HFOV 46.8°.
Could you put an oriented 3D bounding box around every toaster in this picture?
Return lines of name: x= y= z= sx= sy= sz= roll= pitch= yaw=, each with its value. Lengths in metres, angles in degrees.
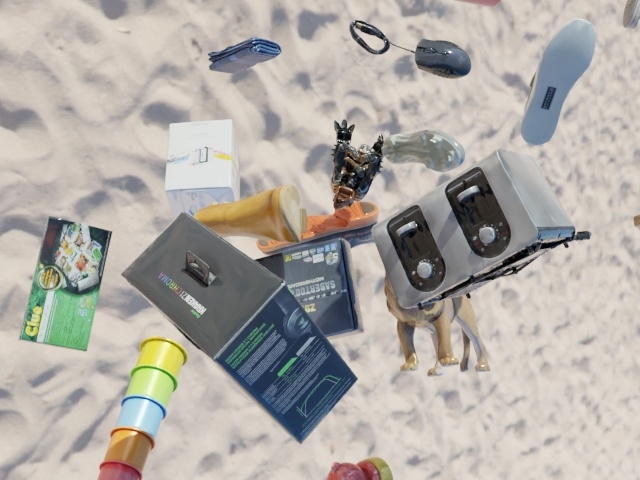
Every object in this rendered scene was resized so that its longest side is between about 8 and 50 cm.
toaster: x=0.172 y=-0.009 z=0.800 sx=0.185 sy=0.168 sz=0.110 roll=-3 pitch=66 yaw=-57

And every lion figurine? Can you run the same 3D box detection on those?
lion figurine: x=0.220 y=0.129 z=1.407 sx=0.392 sy=0.142 sz=0.240 roll=37 pitch=45 yaw=-66

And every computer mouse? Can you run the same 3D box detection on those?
computer mouse: x=0.168 y=-0.360 z=1.371 sx=0.041 sy=0.241 sz=0.071 roll=128 pitch=-22 yaw=-77

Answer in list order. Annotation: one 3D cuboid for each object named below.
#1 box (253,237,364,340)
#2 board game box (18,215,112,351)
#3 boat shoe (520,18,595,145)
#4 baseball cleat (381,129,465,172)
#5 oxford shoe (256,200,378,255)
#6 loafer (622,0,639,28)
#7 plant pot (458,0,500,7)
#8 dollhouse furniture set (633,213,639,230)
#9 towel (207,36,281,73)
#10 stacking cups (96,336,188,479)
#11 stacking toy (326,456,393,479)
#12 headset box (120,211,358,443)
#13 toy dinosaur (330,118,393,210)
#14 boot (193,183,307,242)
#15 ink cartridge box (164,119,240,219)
box: x=-0.043 y=0.111 z=1.434 sx=0.059 sy=0.232 sz=0.184 roll=32 pitch=47 yaw=-65
board game box: x=-0.524 y=0.090 z=1.530 sx=0.136 sy=0.030 sz=0.260 roll=17 pitch=71 yaw=-27
boat shoe: x=0.393 y=-0.272 z=1.255 sx=0.070 sy=0.077 sz=0.219 roll=-69 pitch=178 yaw=-62
baseball cleat: x=0.193 y=-0.164 z=1.258 sx=0.109 sy=0.205 sz=0.072 roll=-20 pitch=111 yaw=-27
oxford shoe: x=0.000 y=0.000 z=2.100 sx=0.363 sy=0.130 sz=0.133 roll=-13 pitch=123 yaw=-12
loafer: x=0.545 y=-0.412 z=1.253 sx=0.039 sy=0.045 sz=0.125 roll=18 pitch=76 yaw=-7
plant pot: x=0.299 y=-0.568 z=1.499 sx=0.180 sy=0.201 sz=0.202 roll=22 pitch=74 yaw=-6
dollhouse furniture set: x=0.360 y=0.032 z=0.401 sx=0.355 sy=0.303 sz=0.174 roll=13 pitch=74 yaw=-80
towel: x=-0.124 y=-0.301 z=1.202 sx=0.067 sy=0.119 sz=0.029 roll=-2 pitch=85 yaw=-47
stacking cups: x=-0.324 y=0.316 z=1.291 sx=0.316 sy=0.095 sz=0.096 roll=-75 pitch=147 yaw=-46
stacking toy: x=0.045 y=0.657 z=1.634 sx=0.130 sy=0.279 sz=0.309 roll=14 pitch=50 yaw=-35
headset box: x=-0.115 y=0.118 z=1.043 sx=0.131 sy=0.246 sz=0.283 roll=-47 pitch=136 yaw=-13
toy dinosaur: x=0.094 y=-0.170 z=1.888 sx=0.322 sy=0.164 sz=0.219 roll=-98 pitch=-160 yaw=-51
boot: x=-0.140 y=-0.040 z=1.399 sx=0.295 sy=0.211 sz=0.104 roll=50 pitch=37 yaw=-84
ink cartridge box: x=-0.299 y=-0.167 z=1.914 sx=0.171 sy=0.168 sz=0.233 roll=86 pitch=0 yaw=-55
